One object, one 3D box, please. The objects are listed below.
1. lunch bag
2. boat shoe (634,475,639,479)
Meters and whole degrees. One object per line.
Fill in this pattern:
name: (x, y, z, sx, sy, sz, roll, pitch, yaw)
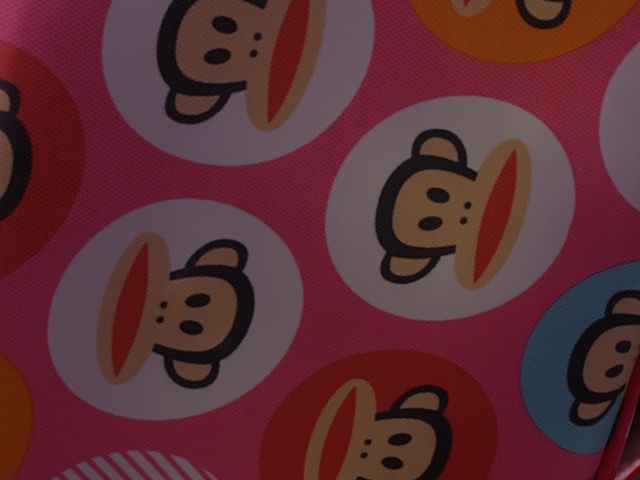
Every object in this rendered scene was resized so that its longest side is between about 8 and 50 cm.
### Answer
lunch bag: (0.000, 0.000, 0.507, 0.258, 0.120, 0.293, 8, 114, -19)
boat shoe: (0.071, 0.178, 0.637, 0.109, 0.089, 0.258, 28, 108, -25)
